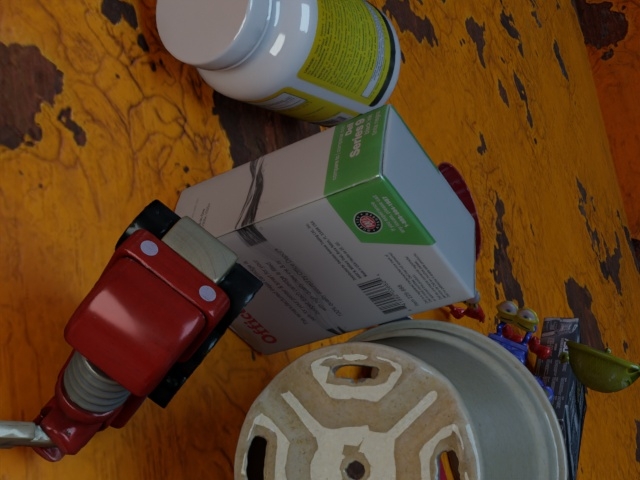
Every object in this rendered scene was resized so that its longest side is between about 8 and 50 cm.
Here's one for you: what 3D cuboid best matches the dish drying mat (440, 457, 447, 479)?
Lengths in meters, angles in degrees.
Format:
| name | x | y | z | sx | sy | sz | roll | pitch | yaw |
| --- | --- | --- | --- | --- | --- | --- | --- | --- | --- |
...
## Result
| name | x | y | z | sx | sy | sz | roll | pitch | yaw |
| --- | --- | --- | --- | --- | --- | --- | --- | --- | --- |
| dish drying mat | 0.186 | 0.361 | 1.416 | 0.032 | 0.008 | 0.083 | -20 | 94 | -59 |

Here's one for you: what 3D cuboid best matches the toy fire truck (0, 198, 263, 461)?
| name | x | y | z | sx | sy | sz | roll | pitch | yaw |
| --- | --- | --- | --- | --- | --- | --- | --- | --- | --- |
| toy fire truck | -0.196 | 0.100 | 0.725 | 0.158 | 0.217 | 0.246 | 39 | 42 | -2 |

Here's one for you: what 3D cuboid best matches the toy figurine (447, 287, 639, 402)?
| name | x | y | z | sx | sy | sz | roll | pitch | yaw |
| --- | --- | --- | --- | --- | --- | --- | --- | --- | --- |
| toy figurine | 0.316 | 0.240 | 1.466 | 0.217 | 0.362 | 0.191 | -62 | 159 | -14 |

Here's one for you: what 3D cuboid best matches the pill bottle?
| name | x | y | z | sx | sy | sz | roll | pitch | yaw |
| --- | --- | --- | --- | --- | --- | --- | --- | --- | --- |
| pill bottle | -0.048 | -0.261 | 1.150 | 0.334 | 0.187 | 0.188 | 6 | 70 | -59 |

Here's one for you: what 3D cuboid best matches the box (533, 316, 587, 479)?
| name | x | y | z | sx | sy | sz | roll | pitch | yaw |
| --- | --- | --- | --- | --- | --- | --- | --- | --- | --- |
| box | 0.471 | 0.338 | 1.774 | 0.307 | 0.076 | 0.243 | -58 | 142 | -52 |

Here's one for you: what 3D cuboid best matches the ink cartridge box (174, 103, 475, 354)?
| name | x | y | z | sx | sy | sz | roll | pitch | yaw |
| --- | --- | --- | --- | --- | --- | --- | --- | --- | --- |
| ink cartridge box | 0.000 | 0.000 | 1.006 | 0.211 | 0.289 | 0.122 | 48 | 36 | -37 |

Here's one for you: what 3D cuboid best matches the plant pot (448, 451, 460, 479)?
| name | x | y | z | sx | sy | sz | roll | pitch | yaw |
| --- | --- | --- | --- | --- | --- | --- | --- | --- | --- |
| plant pot | 0.314 | 0.345 | 1.538 | 0.237 | 0.109 | 0.237 | 31 | 51 | -49 |

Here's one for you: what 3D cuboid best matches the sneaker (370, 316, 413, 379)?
| name | x | y | z | sx | sy | sz | roll | pitch | yaw |
| --- | --- | --- | --- | --- | --- | --- | --- | --- | --- |
| sneaker | 0.146 | 0.241 | 1.324 | 0.235 | 0.094 | 0.153 | 59 | 34 | -23 |

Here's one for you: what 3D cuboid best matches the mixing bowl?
| name | x | y | z | sx | sy | sz | roll | pitch | yaw |
| --- | --- | --- | --- | --- | --- | --- | --- | --- | --- |
| mixing bowl | 0.194 | -0.034 | 1.531 | 0.181 | 0.098 | 0.182 | 33 | 49 | -47 |

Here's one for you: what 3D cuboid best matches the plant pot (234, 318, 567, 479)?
| name | x | y | z | sx | sy | sz | roll | pitch | yaw |
| --- | --- | --- | --- | --- | --- | --- | --- | --- | --- |
| plant pot | 0.071 | 0.225 | 0.894 | 0.305 | 0.333 | 0.334 | 37 | 44 | -69 |
